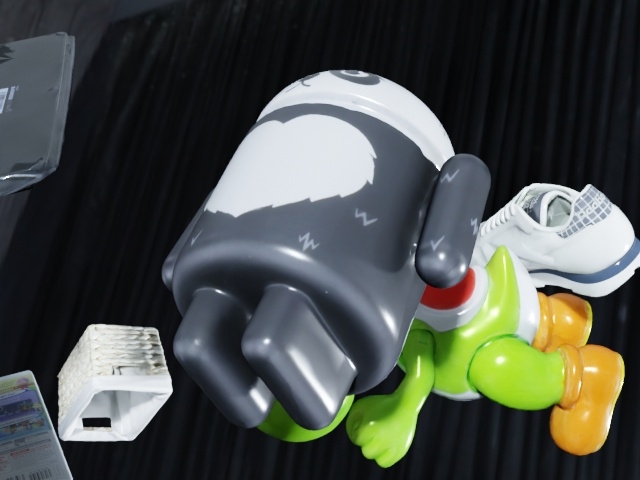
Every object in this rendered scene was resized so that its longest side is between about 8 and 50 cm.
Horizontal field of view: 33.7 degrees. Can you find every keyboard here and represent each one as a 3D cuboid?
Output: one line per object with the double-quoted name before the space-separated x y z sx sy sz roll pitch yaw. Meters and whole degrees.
"keyboard" -0.318 -0.103 0.932 0.202 0.317 0.033 -12 121 -3

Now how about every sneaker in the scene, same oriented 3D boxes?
"sneaker" 0.202 -0.011 1.000 0.095 0.090 0.235 49 157 -19

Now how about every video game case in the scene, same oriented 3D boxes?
"video game case" -0.359 0.208 1.000 0.212 0.023 0.193 -13 -149 -21

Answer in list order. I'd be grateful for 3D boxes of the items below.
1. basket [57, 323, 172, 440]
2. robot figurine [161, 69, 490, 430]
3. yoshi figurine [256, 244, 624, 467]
"basket" -0.286 0.195 1.447 0.113 0.103 0.167 7 144 -30
"robot figurine" -0.003 -0.001 0.770 0.209 0.278 0.173 22 143 4
"yoshi figurine" 0.075 0.118 0.979 0.362 0.203 0.203 12 157 -11
